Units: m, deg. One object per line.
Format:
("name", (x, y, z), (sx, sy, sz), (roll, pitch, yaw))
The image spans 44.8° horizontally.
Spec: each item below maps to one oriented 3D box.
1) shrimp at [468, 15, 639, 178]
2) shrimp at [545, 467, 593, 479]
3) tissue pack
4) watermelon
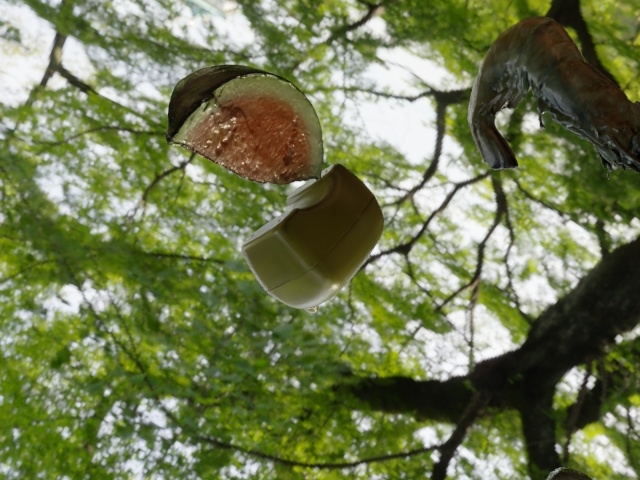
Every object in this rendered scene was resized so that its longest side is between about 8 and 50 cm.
("shrimp", (0.251, -0.123, 0.849), (0.058, 0.169, 0.296), (7, -140, -33))
("shrimp", (0.306, 0.429, 0.812), (0.137, 0.172, 0.372), (-10, -96, -43))
("tissue pack", (0.000, 0.000, 0.967), (0.127, 0.123, 0.178), (49, -134, -10))
("watermelon", (-0.073, -0.124, 0.830), (0.063, 0.119, 0.245), (10, -179, 34))
